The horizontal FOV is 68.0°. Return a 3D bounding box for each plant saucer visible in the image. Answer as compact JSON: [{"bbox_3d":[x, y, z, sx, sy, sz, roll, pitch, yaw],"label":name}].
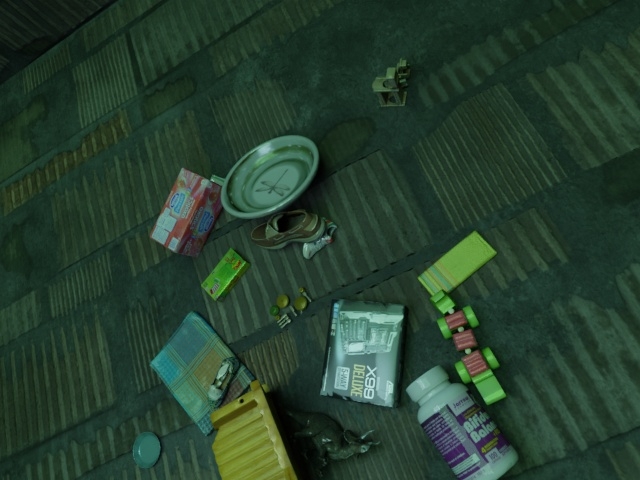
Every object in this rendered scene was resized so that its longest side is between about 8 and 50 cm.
[{"bbox_3d":[-0.171,-0.214,1.731,0.399,0.101,0.401,-16,47,18],"label":"plant saucer"},{"bbox_3d":[-0.617,0.748,1.696,0.119,0.021,0.120,-6,72,21],"label":"plant saucer"}]

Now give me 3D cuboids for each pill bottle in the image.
[{"bbox_3d":[0.373,0.501,1.292,0.169,0.169,0.302,-40,64,6],"label":"pill bottle"}]

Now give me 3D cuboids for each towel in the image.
[{"bbox_3d":[-0.433,0.466,1.700,0.370,0.040,0.271,40,92,27],"label":"towel"},{"bbox_3d":[0.426,0.081,1.485,0.237,0.021,0.102,-41,69,5],"label":"towel"},{"bbox_3d":[-0.424,-0.183,1.904,0.113,0.023,0.152,21,83,27],"label":"towel"}]

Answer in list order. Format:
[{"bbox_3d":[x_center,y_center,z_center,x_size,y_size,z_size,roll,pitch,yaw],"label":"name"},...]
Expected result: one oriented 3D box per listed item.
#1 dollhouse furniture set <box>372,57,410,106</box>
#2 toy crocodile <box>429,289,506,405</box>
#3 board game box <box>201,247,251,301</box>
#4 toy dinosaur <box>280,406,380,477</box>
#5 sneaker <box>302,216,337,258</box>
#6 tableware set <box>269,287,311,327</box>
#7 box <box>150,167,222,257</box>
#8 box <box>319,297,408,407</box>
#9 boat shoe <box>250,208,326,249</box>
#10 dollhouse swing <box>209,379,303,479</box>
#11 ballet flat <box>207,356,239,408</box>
[{"bbox_3d":[0.242,-0.588,1.671,0.101,0.182,0.161,5,76,23],"label":"dollhouse furniture set"},{"bbox_3d":[0.423,0.300,1.369,0.115,0.105,0.341,-26,67,13],"label":"toy crocodile"},{"bbox_3d":[-0.352,0.129,1.768,0.092,0.043,0.181,39,91,26],"label":"board game box"},{"bbox_3d":[0.010,0.600,1.445,0.313,0.121,0.160,21,38,37],"label":"toy dinosaur"},{"bbox_3d":[0.000,0.000,1.657,0.075,0.057,0.161,26,82,32],"label":"sneaker"},{"bbox_3d":[-0.106,0.225,1.653,0.154,0.024,0.104,-44,60,6],"label":"tableware set"},{"bbox_3d":[-0.505,-0.105,1.831,0.154,0.142,0.300,25,91,26],"label":"box"},{"bbox_3d":[0.139,0.347,1.485,0.242,0.076,0.308,3,75,22],"label":"box"},{"bbox_3d":[-0.133,-0.051,1.664,0.324,0.116,0.123,-11,56,35],"label":"boat shoe"},{"bbox_3d":[-0.214,0.627,1.392,0.315,0.305,0.347,-29,61,3],"label":"dollhouse swing"},{"bbox_3d":[-0.343,0.480,1.609,0.070,0.070,0.189,21,83,26],"label":"ballet flat"}]
